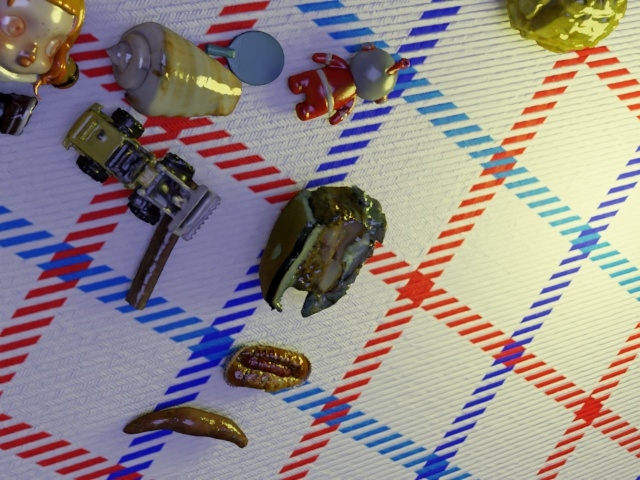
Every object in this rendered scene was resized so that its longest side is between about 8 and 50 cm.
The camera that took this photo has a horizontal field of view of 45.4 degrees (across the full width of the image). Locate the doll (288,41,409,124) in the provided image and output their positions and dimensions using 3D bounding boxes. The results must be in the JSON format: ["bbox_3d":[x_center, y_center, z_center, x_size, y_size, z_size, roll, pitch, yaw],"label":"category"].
[{"bbox_3d":[0.061,-0.311,1.487,0.245,0.076,0.142,-22,112,-12],"label":"doll"}]

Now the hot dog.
[{"bbox_3d":[-0.107,0.265,1.581,0.192,0.053,0.099,10,103,-23],"label":"hot dog"}]

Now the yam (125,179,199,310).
[{"bbox_3d":[-0.295,0.005,1.435,0.046,0.046,0.264,24,94,-26],"label":"yam"}]

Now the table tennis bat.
[{"bbox_3d":[-0.139,-0.343,1.424,0.155,0.019,0.100,4,103,-26],"label":"table tennis bat"}]

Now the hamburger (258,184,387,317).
[{"bbox_3d":[0.000,0.000,1.493,0.167,0.192,0.288,22,120,-21],"label":"hamburger"}]

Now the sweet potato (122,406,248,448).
[{"bbox_3d":[-0.262,0.370,1.542,0.255,0.058,0.078,11,120,-21],"label":"sweet potato"}]

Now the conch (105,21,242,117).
[{"bbox_3d":[-0.248,-0.286,1.331,0.255,0.127,0.158,9,100,-25],"label":"conch"}]

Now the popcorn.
[{"bbox_3d":[0.503,-0.507,1.556,0.249,0.249,0.225,2,74,-24],"label":"popcorn"}]

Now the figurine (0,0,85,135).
[{"bbox_3d":[-0.494,-0.335,1.177,0.323,0.196,0.320,-52,160,6],"label":"figurine"}]

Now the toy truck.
[{"bbox_3d":[-0.311,-0.117,1.343,0.286,0.111,0.136,39,89,-14],"label":"toy truck"}]
